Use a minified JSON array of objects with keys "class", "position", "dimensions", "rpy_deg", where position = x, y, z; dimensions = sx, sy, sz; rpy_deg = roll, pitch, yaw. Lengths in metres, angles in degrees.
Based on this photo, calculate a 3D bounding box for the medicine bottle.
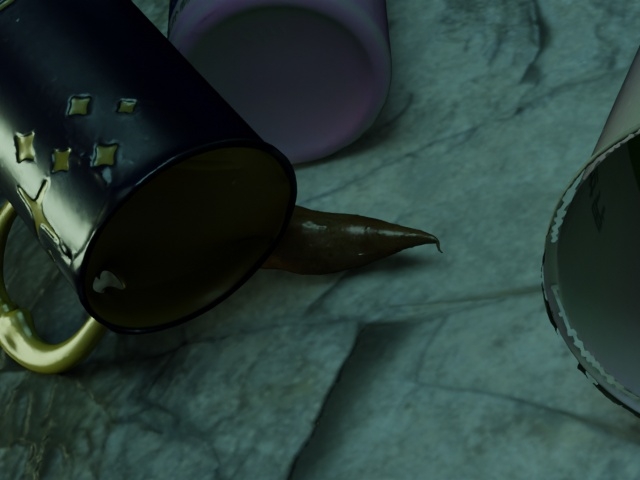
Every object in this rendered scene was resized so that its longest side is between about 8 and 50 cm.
[{"class":"medicine bottle","position":[-0.036,-0.215,1.516],"dimensions":[0.178,0.178,0.290],"rpy_deg":[-13,41,9]}]

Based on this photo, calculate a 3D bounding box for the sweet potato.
[{"class":"sweet potato","position":[0.000,0.000,1.362],"dimensions":[0.195,0.056,0.056],"rpy_deg":[4,46,21]}]

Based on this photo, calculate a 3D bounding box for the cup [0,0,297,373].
[{"class":"cup","position":[-0.191,-0.051,1.339],"dimensions":[0.255,0.178,0.256],"rpy_deg":[-43,58,0]}]

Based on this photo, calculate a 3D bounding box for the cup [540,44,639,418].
[{"class":"cup","position":[0.281,-0.046,1.165],"dimensions":[0.253,0.253,0.274],"rpy_deg":[-4,35,19]}]
